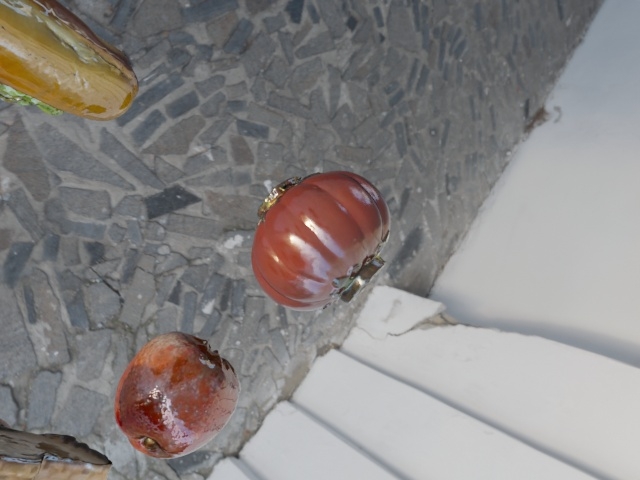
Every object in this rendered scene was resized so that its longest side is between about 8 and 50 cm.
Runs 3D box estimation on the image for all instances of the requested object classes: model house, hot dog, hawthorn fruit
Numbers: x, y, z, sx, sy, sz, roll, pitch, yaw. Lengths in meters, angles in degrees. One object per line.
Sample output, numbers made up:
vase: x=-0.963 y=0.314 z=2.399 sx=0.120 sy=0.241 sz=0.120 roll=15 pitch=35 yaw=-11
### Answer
model house: x=-0.325 y=0.268 z=0.468 sx=0.183 sy=0.166 sz=0.172 roll=35 pitch=62 yaw=-45
hot dog: x=-0.277 y=-0.178 z=0.384 sx=0.100 sy=0.135 sz=0.337 roll=-55 pitch=151 yaw=1
hawthorn fruit: x=-0.207 y=0.220 z=0.717 sx=0.172 sy=0.172 sz=0.173 roll=-8 pitch=103 yaw=-38

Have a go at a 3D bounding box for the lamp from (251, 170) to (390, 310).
lamp: x=0.000 y=0.000 z=0.996 sx=0.257 sy=0.303 sz=0.303 roll=45 pitch=63 yaw=10

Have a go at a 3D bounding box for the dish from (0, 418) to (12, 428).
dish: x=-0.602 y=0.341 z=0.802 sx=0.213 sy=0.213 sz=0.091 roll=1 pitch=133 yaw=-39
